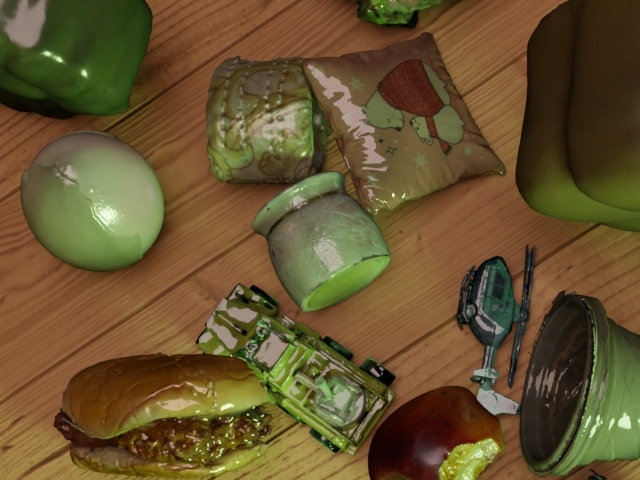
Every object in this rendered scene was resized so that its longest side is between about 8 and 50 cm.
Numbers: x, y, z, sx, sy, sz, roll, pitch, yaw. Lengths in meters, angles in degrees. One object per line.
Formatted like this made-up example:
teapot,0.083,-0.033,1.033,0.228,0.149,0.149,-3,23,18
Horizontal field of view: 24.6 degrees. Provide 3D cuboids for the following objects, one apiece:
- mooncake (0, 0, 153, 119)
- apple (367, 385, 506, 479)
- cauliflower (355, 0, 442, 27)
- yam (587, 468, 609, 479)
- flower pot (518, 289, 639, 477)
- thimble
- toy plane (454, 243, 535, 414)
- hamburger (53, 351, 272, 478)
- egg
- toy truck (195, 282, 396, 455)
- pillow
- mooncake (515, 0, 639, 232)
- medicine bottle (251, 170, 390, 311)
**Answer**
mooncake,-0.399,-0.283,1.938,0.351,0.351,0.187,22,83,14
apple,0.143,0.261,1.836,0.147,0.156,0.158,31,56,14
cauliflower,0.105,-0.432,1.980,0.256,0.239,0.315,-16,56,32
yam,0.297,0.408,1.792,0.131,0.131,0.279,44,91,15
flower pot,0.343,0.187,1.798,0.141,0.235,0.235,14,80,-12
thimble,-0.071,-0.166,1.971,0.144,0.137,0.190,-3,63,12
toy plane,0.224,0.112,1.902,0.096,0.060,0.235,10,76,-1
hamburger,-0.206,0.230,1.875,0.282,0.245,0.155,-10,96,-6
egg,-0.306,-0.055,1.946,0.183,0.217,0.183,-3,75,12
toy truck,-0.038,0.156,1.897,0.260,0.135,0.128,34,86,18
pillow,0.109,-0.159,1.933,0.223,0.084,0.236,-21,80,-30
mooncake,0.466,-0.137,1.717,0.467,0.467,0.262,2,84,11
medicine bottle,0.000,0.000,1.915,0.147,0.147,0.143,-32,73,2
